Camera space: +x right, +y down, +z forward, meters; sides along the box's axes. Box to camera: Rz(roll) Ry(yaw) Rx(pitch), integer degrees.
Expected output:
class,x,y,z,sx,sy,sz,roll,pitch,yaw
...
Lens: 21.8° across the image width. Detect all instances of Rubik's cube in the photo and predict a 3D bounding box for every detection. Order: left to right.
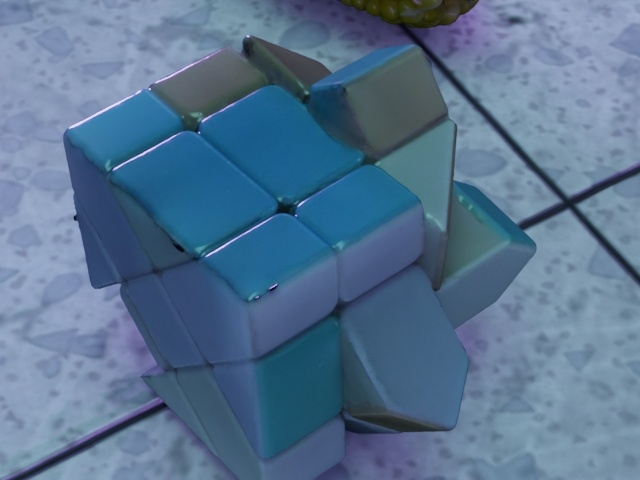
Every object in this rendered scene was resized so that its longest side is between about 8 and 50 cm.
class,x,y,z,sx,sy,sz,roll,pitch,yaw
Rubik's cube,0.000,0.000,0.957,0.213,0.224,0.265,-30,53,-25

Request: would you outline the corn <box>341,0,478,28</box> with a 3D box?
class,x,y,z,sx,sy,sz,roll,pitch,yaw
corn,-0.011,-0.251,1.216,0.347,0.130,0.130,27,55,23
